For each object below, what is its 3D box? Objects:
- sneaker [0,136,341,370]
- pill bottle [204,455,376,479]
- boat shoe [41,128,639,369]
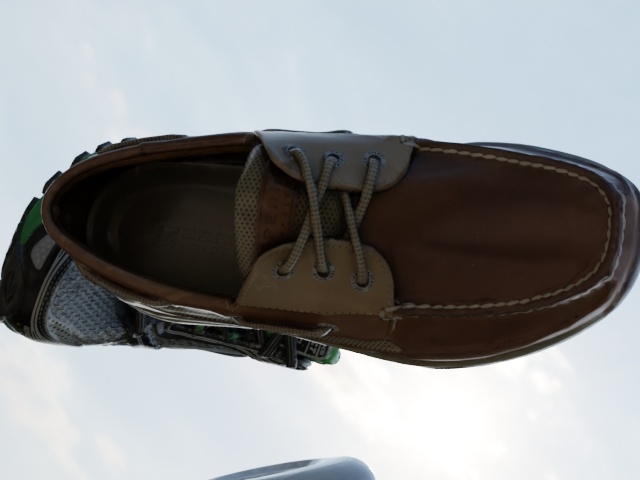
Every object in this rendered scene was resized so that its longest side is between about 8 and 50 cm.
[{"bbox_3d":[-0.057,0.017,1.044,0.146,0.343,0.134,40,-59,37],"label":"sneaker"},{"bbox_3d":[-0.017,0.345,1.271,0.181,0.181,0.323,-19,-99,64],"label":"pill bottle"},{"bbox_3d":[0.000,0.000,0.801,0.324,0.116,0.123,-2,-100,27],"label":"boat shoe"}]
